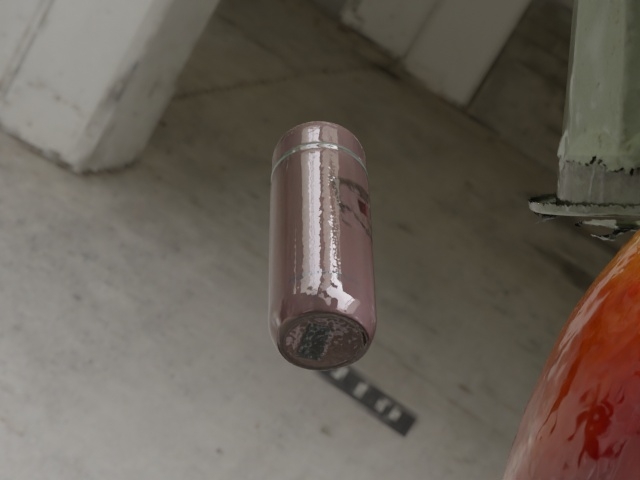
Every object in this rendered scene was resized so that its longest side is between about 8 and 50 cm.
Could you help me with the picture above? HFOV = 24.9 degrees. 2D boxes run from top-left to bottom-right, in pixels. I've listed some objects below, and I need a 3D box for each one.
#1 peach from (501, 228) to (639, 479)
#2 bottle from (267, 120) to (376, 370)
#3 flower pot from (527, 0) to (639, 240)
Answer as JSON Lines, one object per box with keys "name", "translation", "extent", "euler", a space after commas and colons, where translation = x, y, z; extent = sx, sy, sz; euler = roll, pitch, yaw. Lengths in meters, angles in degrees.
{"name": "peach", "translation": [0.251, 0.152, 0.616], "extent": [0.388, 0.388, 0.388], "euler": [28, 16, -9]}
{"name": "bottle", "translation": [0.000, 0.000, 0.737], "extent": [0.053, 0.053, 0.140], "euler": [24, 39, -23]}
{"name": "flower pot", "translation": [0.296, -0.137, 1.099], "extent": [0.290, 0.259, 0.290], "euler": [-2, 3, 0]}
